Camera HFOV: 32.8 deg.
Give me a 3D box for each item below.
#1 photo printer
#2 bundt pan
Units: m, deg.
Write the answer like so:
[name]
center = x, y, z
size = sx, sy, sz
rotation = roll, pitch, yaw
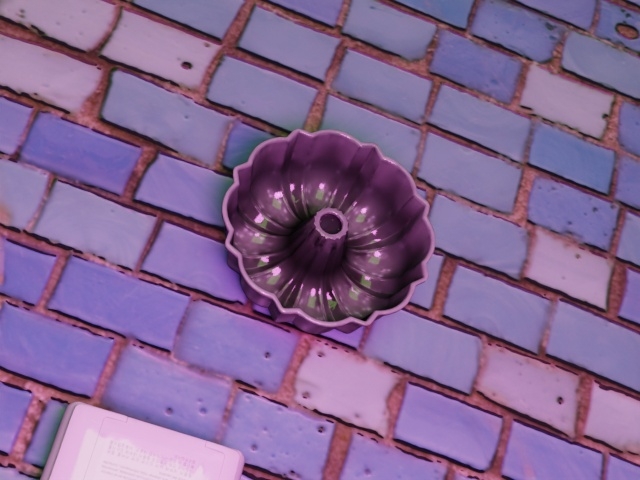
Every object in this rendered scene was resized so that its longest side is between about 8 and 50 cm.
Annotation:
[photo printer]
center = -0.255, 0.390, 1.407
size = 0.255, 0.107, 0.308
rotation = 18, 62, -8
[bundt pan]
center = 0.000, 0.000, 1.662
size = 0.330, 0.124, 0.331
rotation = 7, 63, -14
